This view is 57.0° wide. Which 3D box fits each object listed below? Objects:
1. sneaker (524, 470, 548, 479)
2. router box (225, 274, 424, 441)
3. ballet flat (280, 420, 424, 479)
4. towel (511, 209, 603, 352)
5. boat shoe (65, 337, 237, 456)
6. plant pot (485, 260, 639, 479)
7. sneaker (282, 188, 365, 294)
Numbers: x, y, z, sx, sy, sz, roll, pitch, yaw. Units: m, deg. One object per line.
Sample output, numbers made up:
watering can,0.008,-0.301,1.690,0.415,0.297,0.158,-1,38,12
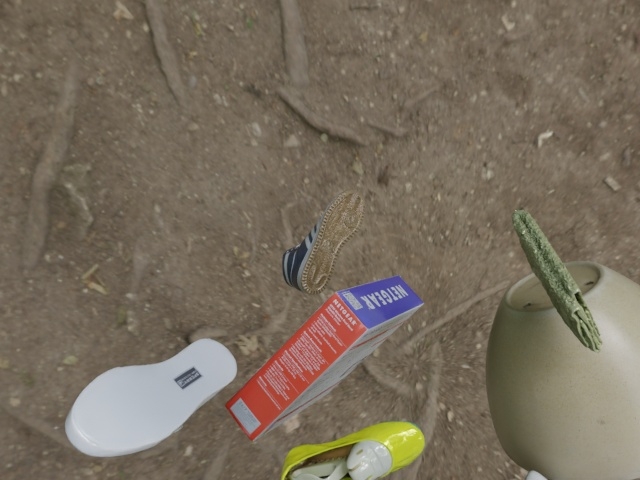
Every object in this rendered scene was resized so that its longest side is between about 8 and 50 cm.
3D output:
sneaker,0.160,0.369,0.696,0.296,0.111,0.129,-21,37,12
router box,0.023,0.207,1.110,0.301,0.335,0.082,-47,73,18
ballet flat,0.039,0.322,0.847,0.230,0.077,0.077,-21,95,25
towel,0.250,0.042,0.630,0.027,0.110,0.148,-28,41,14
boat shoe,-0.227,0.218,0.789,0.108,0.301,0.102,46,110,8
plant pot,0.334,0.140,0.770,0.284,0.284,0.191,-26,102,3
sneaker,0.000,0.000,1.459,0.099,0.153,0.282,33,75,-21
